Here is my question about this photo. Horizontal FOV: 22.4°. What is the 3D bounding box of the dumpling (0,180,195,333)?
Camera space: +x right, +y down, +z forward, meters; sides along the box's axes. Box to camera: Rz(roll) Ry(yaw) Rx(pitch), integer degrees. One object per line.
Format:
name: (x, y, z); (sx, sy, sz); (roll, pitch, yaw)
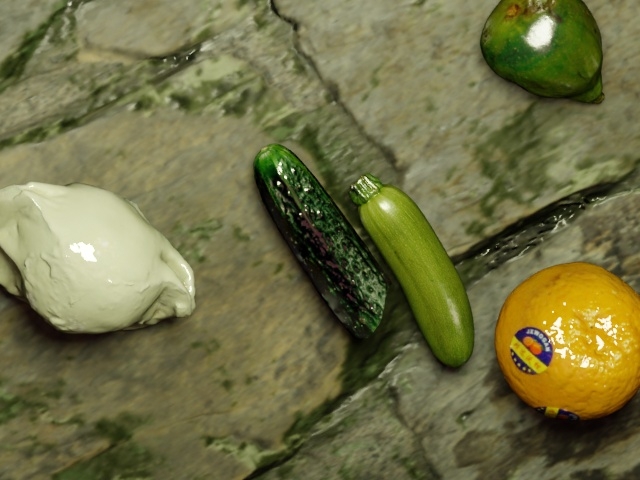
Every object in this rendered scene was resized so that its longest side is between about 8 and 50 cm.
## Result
dumpling: (-0.256, 0.033, 1.715); (0.258, 0.147, 0.193); (25, 136, -20)

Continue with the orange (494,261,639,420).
orange: (0.279, 0.112, 1.780); (0.178, 0.155, 0.177); (-1, 73, 4)

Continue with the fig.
fig: (0.255, -0.194, 1.710); (0.117, 0.117, 0.177); (-46, 118, 10)

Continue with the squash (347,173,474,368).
squash: (0.110, 0.030, 1.786); (0.069, 0.069, 0.258); (-27, 111, 3)

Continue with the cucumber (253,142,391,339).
cucumber: (0.000, -0.001, 1.758); (0.074, 0.074, 0.241); (-33, 109, 6)
